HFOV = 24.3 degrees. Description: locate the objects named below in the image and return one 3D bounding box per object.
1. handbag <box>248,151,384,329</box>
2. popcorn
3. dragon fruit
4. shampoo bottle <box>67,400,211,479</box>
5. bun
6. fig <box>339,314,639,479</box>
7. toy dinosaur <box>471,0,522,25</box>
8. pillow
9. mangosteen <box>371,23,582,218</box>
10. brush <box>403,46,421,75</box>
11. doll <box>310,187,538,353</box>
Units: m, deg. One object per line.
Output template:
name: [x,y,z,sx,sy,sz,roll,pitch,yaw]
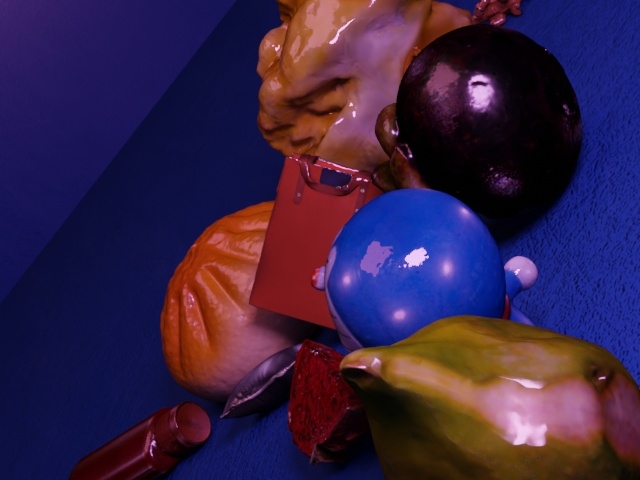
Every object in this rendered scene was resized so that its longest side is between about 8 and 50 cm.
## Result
handbag: [0.000,0.000,1.754,0.063,0.127,0.190,-46,-29,-76]
popcorn: [0.065,-0.207,1.847,0.281,0.297,0.316,-161,79,-68]
dragon fruit: [0.020,0.182,1.578,0.162,0.083,0.106,38,110,60]
shampoo bottle: [-0.245,0.289,1.995,0.260,0.064,0.102,-35,24,40]
bun: [-0.109,0.059,1.954,0.299,0.165,0.299,-42,22,21]
fig: [0.110,0.133,1.126,0.206,0.275,0.206,-33,43,37]
toy dinosaur: [0.237,-0.319,2.026,0.154,0.049,0.055,-30,30,35]
pillow: [-0.059,0.170,1.802,0.135,0.055,0.091,-35,22,36]
mangosteen: [0.151,-0.112,1.575,0.250,0.211,0.211,-25,30,31]
brush: [0.101,-0.066,1.692,0.090,0.017,0.314,-5,81,61]
doll: [0.110,0.066,1.306,0.161,0.257,0.215,-13,38,43]
